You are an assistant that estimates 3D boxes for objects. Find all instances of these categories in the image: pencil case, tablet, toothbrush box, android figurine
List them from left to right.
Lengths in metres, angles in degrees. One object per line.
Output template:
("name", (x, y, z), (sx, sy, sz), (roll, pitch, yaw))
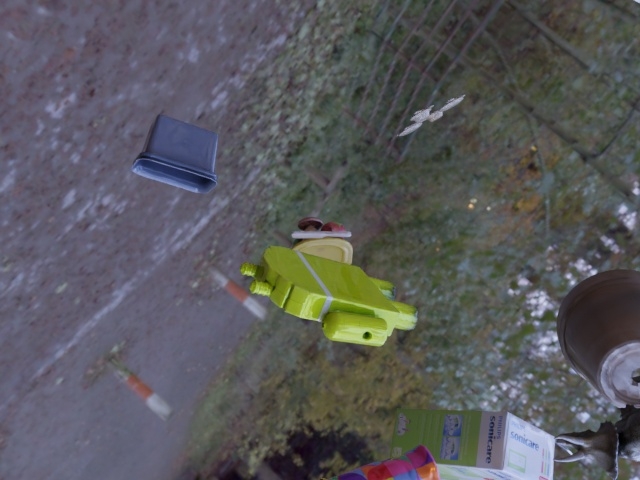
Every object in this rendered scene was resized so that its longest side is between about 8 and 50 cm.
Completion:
("android figurine", (0.010, 0.078, 1.068), (0.056, 0.273, 0.248), (-69, -152, 16))
("pencil case", (0.081, 0.415, 1.146), (0.236, 0.104, 0.104), (-12, 160, -13))
("toothbrush box", (0.324, 0.447, 1.491), (0.283, 0.206, 0.122), (-12, -124, 42))
("tablet", (0.561, 0.480, 1.654), (0.006, 0.083, 0.054), (-52, 138, -4))

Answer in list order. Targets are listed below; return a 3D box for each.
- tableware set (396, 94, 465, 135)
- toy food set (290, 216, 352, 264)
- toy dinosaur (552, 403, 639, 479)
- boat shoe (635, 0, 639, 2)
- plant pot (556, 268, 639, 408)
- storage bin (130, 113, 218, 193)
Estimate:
("tableware set", (0.260, -0.300, 1.660), (0.141, 0.020, 0.169), (-26, 177, -19))
("toy food set", (0.000, 0.000, 1.409), (0.218, 0.128, 0.071), (92, -6, -65))
("toy dinosaur", (0.534, 0.286, 1.086), (0.313, 0.121, 0.160), (-40, 162, 31))
("boat shoe", (0.582, -0.617, 1.360), (0.116, 0.319, 0.099), (-29, -167, 4))
("plant pot", (0.756, 0.265, 1.697), (0.323, 0.323, 0.280), (-54, 179, 21))
("storage bin", (-0.235, -0.144, 1.155), (0.098, 0.135, 0.091), (-24, -128, 61))
